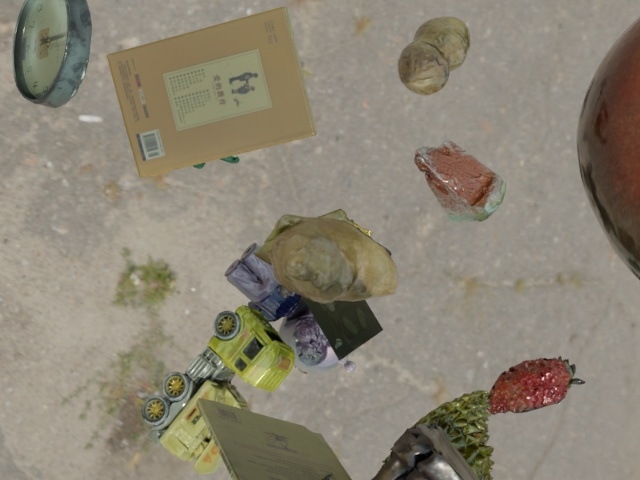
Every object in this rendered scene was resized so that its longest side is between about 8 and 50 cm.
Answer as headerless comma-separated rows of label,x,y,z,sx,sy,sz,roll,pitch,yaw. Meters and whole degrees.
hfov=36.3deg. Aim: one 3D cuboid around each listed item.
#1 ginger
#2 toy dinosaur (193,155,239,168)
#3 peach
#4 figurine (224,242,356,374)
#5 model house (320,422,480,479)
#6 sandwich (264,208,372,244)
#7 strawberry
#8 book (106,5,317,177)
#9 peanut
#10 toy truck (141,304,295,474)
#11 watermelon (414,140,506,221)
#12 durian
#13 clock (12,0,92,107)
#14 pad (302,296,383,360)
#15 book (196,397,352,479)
ginger,0.023,0.044,1.236,0.193,0.122,0.115,21,115,-19
toy dinosaur,-0.197,-0.162,1.641,0.132,0.096,0.059,26,73,-15
peach,0.303,-0.062,0.700,0.252,0.252,0.252,-16,113,-42
figurine,-0.040,0.120,1.758,0.194,0.133,0.274,-25,102,-5
model house,0.058,0.342,0.843,0.282,0.297,0.317,-35,169,2
sandwich,0.000,0.000,1.995,0.193,0.058,0.162,19,132,-16
strawberry,0.417,0.279,1.936,0.140,0.192,0.085,-33,106,-45
book,-0.099,-0.132,0.880,0.012,0.172,0.118,-45,123,-77
peanut,0.189,-0.309,1.634,0.228,0.104,0.085,-53,140,-47
toy truck,-0.158,0.252,1.612,0.272,0.157,0.124,-50,157,0
watermelon,0.224,-0.099,1.595,0.098,0.158,0.121,-53,173,-19
durian,0.170,0.270,1.226,0.187,0.108,0.119,-32,155,-20
clock,-0.484,-0.351,1.742,0.049,0.226,0.226,3,100,-41
pad,0.034,0.108,1.526,0.127,0.004,0.190,59,25,4
book,-0.043,0.239,1.078,0.168,0.192,0.013,21,99,-23
